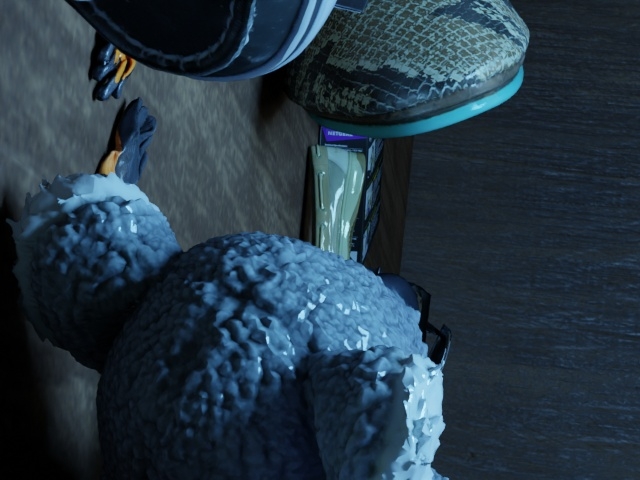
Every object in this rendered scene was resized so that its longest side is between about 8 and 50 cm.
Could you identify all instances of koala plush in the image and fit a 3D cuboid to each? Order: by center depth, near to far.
[{"bbox_3d":[-0.016,0.084,0.536,0.203,0.196,0.221,-40,149,-26],"label":"koala plush"}]

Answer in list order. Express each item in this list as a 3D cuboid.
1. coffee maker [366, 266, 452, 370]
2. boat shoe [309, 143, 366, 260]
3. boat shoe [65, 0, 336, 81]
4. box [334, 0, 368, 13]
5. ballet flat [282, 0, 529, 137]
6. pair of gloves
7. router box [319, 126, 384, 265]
[{"bbox_3d":[0.038,0.128,1.479,0.171,0.120,0.178,26,67,-59],"label":"coffee maker"},{"bbox_3d":[0.000,-0.001,1.286,0.056,0.048,0.153,-152,-106,-84],"label":"boat shoe"},{"bbox_3d":[-0.058,-0.105,0.311,0.306,0.113,0.105,80,23,-62],"label":"boat shoe"},{"bbox_3d":[0.023,-0.199,0.698,0.116,0.029,0.162,-111,-144,-48],"label":"box"},{"bbox_3d":[0.043,-0.170,1.135,0.483,0.164,0.182,-76,149,-84],"label":"ballet flat"},{"bbox_3d":[-0.077,-0.057,0.634,0.074,0.010,0.083,-74,169,-60],"label":"pair of gloves"},{"bbox_3d":[0.029,-0.058,1.443,0.179,0.046,0.133,-64,158,-73],"label":"router box"}]
